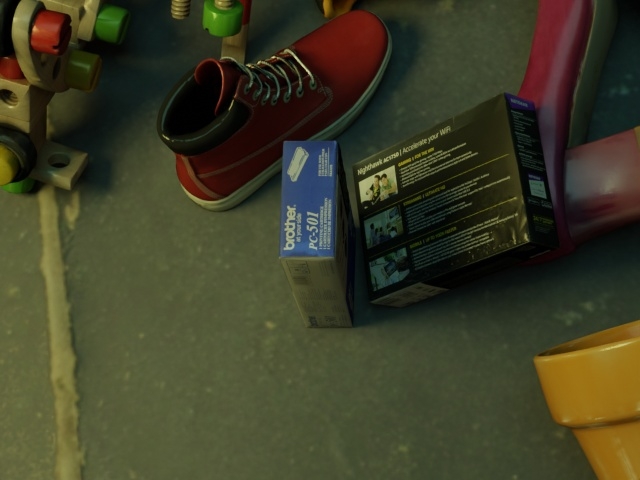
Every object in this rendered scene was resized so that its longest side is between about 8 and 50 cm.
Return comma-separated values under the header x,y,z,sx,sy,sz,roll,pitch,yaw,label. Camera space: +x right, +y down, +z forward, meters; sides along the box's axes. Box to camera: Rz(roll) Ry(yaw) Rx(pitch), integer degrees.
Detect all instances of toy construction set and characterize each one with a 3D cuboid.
x,y,z,sx,sy,sz,roll,pitch,yaw,label
-0.215,-0.170,1.210,0.309,0.237,0.257,-2,40,-13,toy construction set

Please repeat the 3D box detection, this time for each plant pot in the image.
x,y,z,sx,sy,sz,roll,pitch,yaw,label
0.291,0.154,1.038,0.205,0.205,0.188,-15,86,0,plant pot

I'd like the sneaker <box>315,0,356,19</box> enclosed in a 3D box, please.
x,y,z,sx,sy,sz,roll,pitch,yaw,label
0.070,-0.268,1.217,0.215,0.084,0.083,-16,80,45,sneaker

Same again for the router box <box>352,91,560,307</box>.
x,y,z,sx,sy,sz,roll,pitch,yaw,label
0.110,-0.031,1.129,0.179,0.046,0.133,-23,66,41,router box

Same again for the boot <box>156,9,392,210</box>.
x,y,z,sx,sy,sz,roll,pitch,yaw,label
-0.035,-0.142,1.165,0.244,0.176,0.088,-42,71,-11,boot

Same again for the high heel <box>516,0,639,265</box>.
x,y,z,sx,sy,sz,roll,pitch,yaw,label
0.181,-0.165,1.191,0.181,0.127,0.377,-16,62,18,high heel

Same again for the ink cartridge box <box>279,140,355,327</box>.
x,y,z,sx,sy,sz,roll,pitch,yaw,label
0.000,0.000,1.096,0.046,0.207,0.097,0,71,5,ink cartridge box
